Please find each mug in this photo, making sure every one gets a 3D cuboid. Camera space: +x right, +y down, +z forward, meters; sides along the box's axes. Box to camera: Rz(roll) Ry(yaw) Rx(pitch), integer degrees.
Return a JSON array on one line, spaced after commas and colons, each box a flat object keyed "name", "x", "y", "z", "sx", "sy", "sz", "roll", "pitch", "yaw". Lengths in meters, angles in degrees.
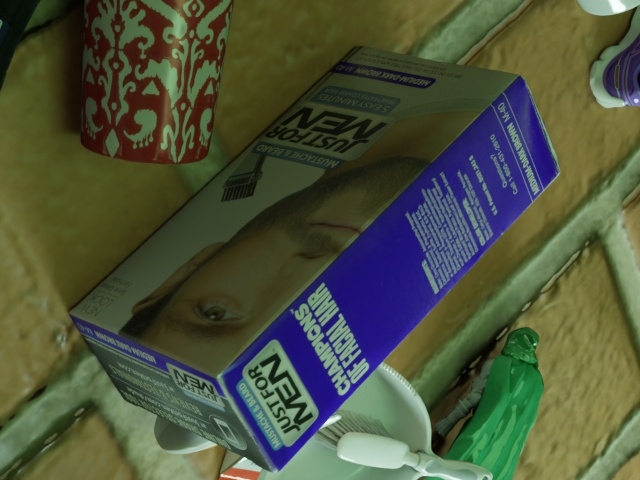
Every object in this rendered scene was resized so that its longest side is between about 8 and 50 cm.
[{"name": "mug", "x": -0.100, "y": -0.146, "z": 1.120, "sx": 0.150, "sy": 0.113, "sz": 0.169, "roll": -5, "pitch": 109, "yaw": -40}]

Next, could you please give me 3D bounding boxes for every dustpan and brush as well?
[{"name": "dustpan and brush", "x": 0.060, "y": 0.177, "z": 1.339, "sx": 0.211, "sy": 0.060, "sz": 0.147, "roll": 18, "pitch": 97, "yaw": -43}]

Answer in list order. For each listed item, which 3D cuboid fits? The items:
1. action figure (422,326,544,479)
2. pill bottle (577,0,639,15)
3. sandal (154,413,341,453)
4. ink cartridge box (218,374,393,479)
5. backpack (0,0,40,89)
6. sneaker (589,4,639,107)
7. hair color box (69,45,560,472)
[{"name": "action figure", "x": 0.149, "y": 0.187, "z": 1.480, "sx": 0.137, "sy": 0.063, "sz": 0.232, "roll": 32, "pitch": 81, "yaw": -42}, {"name": "pill bottle", "x": 0.226, "y": -0.288, "z": 1.373, "sx": 0.112, "sy": 0.112, "sz": 0.186, "roll": -51, "pitch": 130, "yaw": -19}, {"name": "sandal", "x": -0.001, "y": 0.104, "z": 1.234, "sx": 0.265, "sy": 0.102, "sz": 0.076, "roll": -32, "pitch": 117, "yaw": -4}, {"name": "ink cartridge box", "x": -0.014, "y": 0.184, "z": 1.343, "sx": 0.145, "sy": 0.045, "sz": 0.179, "roll": 17, "pitch": 88, "yaw": -44}, {"name": "backpack", "x": -0.305, "y": -0.072, "z": 0.848, "sx": 0.276, "sy": 0.213, "sz": 0.263, "roll": 17, "pitch": 55, "yaw": -39}, {"name": "sneaker", "x": 0.330, "y": -0.184, "z": 1.528, "sx": 0.170, "sy": 0.071, "sz": 0.068, "roll": -52, "pitch": 131, "yaw": -19}, {"name": "hair color box", "x": 0.000, "y": 0.000, "z": 1.201, "sx": 0.339, "sy": 0.185, "sz": 0.110, "roll": -46, "pitch": 128, "yaw": -23}]
